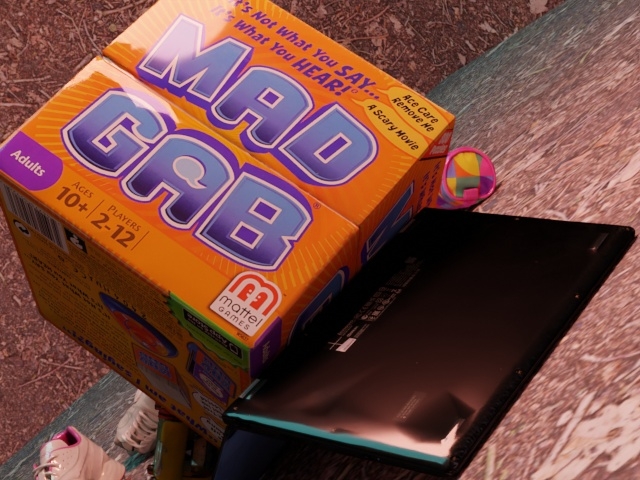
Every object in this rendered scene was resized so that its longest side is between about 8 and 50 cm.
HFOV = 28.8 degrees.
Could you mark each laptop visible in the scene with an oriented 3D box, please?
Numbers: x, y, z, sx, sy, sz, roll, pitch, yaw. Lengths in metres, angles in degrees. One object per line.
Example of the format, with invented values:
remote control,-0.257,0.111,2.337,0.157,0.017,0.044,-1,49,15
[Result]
laptop,0.087,0.163,1.312,0.407,0.236,0.382,6,37,38

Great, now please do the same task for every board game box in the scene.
board game box,-0.106,-0.020,1.449,0.356,0.356,0.356,-49,-18,-25

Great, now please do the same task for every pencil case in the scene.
pencil case,0.208,-0.092,2.076,0.104,0.104,0.236,-40,5,-14

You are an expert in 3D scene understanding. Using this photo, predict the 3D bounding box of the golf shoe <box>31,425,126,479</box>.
golf shoe,-0.405,0.392,1.912,0.115,0.140,0.306,-35,8,14

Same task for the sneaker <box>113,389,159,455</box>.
sneaker,-0.275,0.297,2.065,0.118,0.110,0.292,-50,2,-23

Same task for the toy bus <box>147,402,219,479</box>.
toy bus,-0.165,0.264,1.606,0.202,0.104,0.191,-94,14,-46

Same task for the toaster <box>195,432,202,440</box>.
toaster,-0.179,0.206,1.842,0.110,0.168,0.186,-35,8,8
